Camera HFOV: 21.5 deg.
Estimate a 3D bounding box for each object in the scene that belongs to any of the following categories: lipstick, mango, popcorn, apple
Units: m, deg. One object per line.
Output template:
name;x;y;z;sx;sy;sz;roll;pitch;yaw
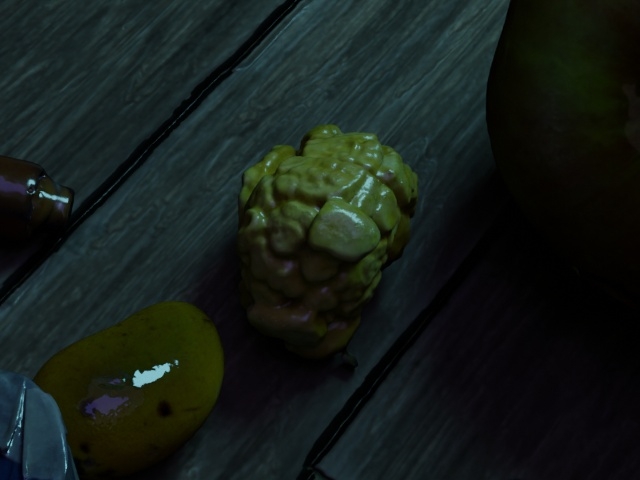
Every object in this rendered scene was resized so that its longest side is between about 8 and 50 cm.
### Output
lipstick;-0.406;-0.069;1.356;0.418;0.077;0.077;14;56;-5
mango;-0.143;0.116;1.293;0.178;0.090;0.115;-27;60;-34
popcorn;-0.003;-0.009;1.360;0.140;0.163;0.194;18;67;18
apple;0.333;-0.123;1.376;0.400;0.400;0.333;32;16;8

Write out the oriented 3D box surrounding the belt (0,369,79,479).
belt;-0.337;0.184;1.152;0.347;0.117;0.212;-1;47;2
